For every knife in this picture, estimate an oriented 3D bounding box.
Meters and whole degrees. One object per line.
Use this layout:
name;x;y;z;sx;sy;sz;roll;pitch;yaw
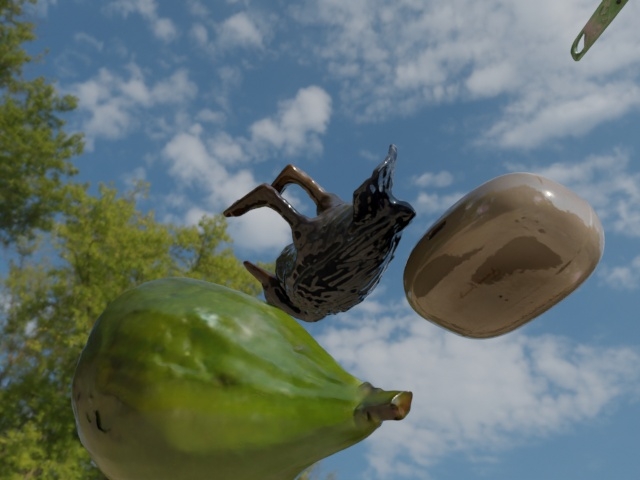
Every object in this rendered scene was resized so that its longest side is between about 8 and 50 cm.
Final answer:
knife;0.339;-0.287;0.687;0.014;0.030;0.207;6;-54;-41

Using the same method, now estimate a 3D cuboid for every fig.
fig;-0.100;0.142;0.586;0.233;0.233;0.314;34;-18;-22

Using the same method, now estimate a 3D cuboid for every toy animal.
toy animal;0.000;0.000;0.728;0.298;0.122;0.185;-29;-83;44

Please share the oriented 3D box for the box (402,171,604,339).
box;0.172;0.021;0.620;0.146;0.088;0.200;28;-46;-16
